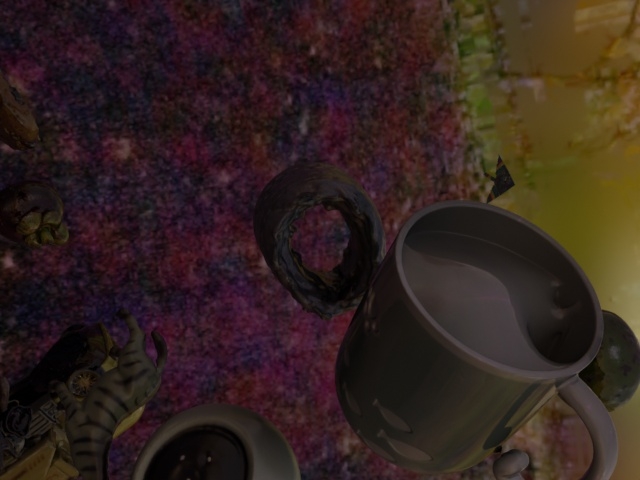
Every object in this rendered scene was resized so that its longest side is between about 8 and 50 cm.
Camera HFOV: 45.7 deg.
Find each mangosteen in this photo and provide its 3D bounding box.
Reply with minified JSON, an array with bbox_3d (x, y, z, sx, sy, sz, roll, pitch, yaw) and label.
[{"bbox_3d":[-0.682,-0.058,1.793,0.180,0.166,0.166,44,9,20],"label":"mangosteen"}]

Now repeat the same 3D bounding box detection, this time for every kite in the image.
[{"bbox_3d":[0.425,-0.141,1.804,0.004,0.090,0.122,-153,-99,-70],"label":"kite"}]

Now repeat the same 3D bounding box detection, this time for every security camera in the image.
[{"bbox_3d":[-0.121,0.295,0.841,0.236,0.194,0.194,-58,164,12],"label":"security camera"}]

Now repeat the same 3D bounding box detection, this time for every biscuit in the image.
[{"bbox_3d":[-0.686,-0.305,1.545,0.075,0.296,0.296,-39,128,-22],"label":"biscuit"}]

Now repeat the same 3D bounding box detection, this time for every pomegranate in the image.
[{"bbox_3d":[0.501,0.236,1.468,0.202,0.247,0.202,175,-90,-77],"label":"pomegranate"}]

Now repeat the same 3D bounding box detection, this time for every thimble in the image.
[{"bbox_3d":[0.000,0.000,1.221,0.172,0.205,0.236,-115,-163,-68],"label":"thimble"}]

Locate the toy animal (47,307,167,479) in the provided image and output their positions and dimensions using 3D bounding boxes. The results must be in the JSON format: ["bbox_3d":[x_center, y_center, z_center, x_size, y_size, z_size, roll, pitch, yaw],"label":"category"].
[{"bbox_3d":[-0.260,0.211,0.942,0.217,0.176,0.073,-50,146,-9],"label":"toy animal"}]

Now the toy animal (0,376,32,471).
[{"bbox_3d":[-0.569,0.309,1.220,0.090,0.324,0.195,18,47,-40],"label":"toy animal"}]

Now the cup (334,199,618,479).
[{"bbox_3d":[0.191,0.169,0.924,0.259,0.274,0.357,-19,59,-36],"label":"cup"}]

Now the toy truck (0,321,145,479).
[{"bbox_3d":[-0.539,0.361,1.497,0.254,0.405,0.180,56,-5,-34],"label":"toy truck"}]
